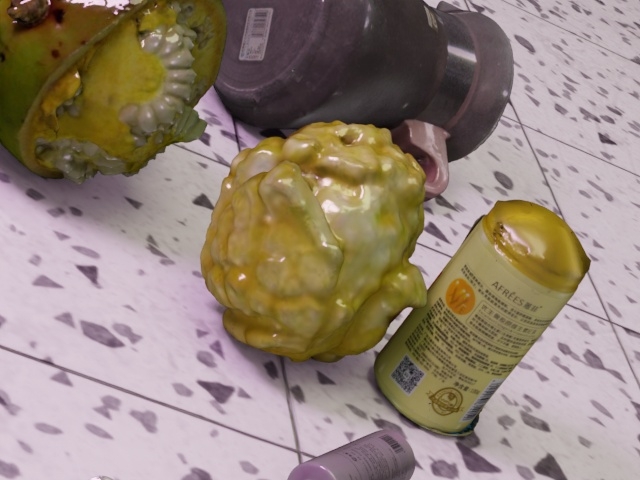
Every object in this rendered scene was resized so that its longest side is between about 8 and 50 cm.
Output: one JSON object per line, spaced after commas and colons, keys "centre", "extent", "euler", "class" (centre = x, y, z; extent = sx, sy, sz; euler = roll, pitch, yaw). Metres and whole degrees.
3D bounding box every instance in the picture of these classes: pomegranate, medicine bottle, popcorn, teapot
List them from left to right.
{"centre": [-0.213, -0.175, 1.910], "extent": [0.260, 0.260, 0.340], "euler": [38, -4, 14], "class": "pomegranate"}
{"centre": [0.000, 0.000, 1.828], "extent": [0.195, 0.255, 0.256], "euler": [15, 58, 32], "class": "popcorn"}
{"centre": [0.011, 0.210, 1.654], "extent": [0.057, 0.057, 0.199], "euler": [41, 26, 19], "class": "medicine bottle"}
{"centre": [0.053, -0.206, 2.294], "extent": [0.344, 0.253, 0.300], "euler": [15, 62, -42], "class": "teapot"}
{"centre": [0.159, 0.069, 1.870], "extent": [0.124, 0.239, 0.124], "euler": [29, 24, -14], "class": "medicine bottle"}

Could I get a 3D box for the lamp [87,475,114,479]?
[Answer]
{"centre": [-0.198, 0.190, 1.371], "extent": [0.050, 0.056, 0.198], "euler": [43, 4, 20], "class": "lamp"}
